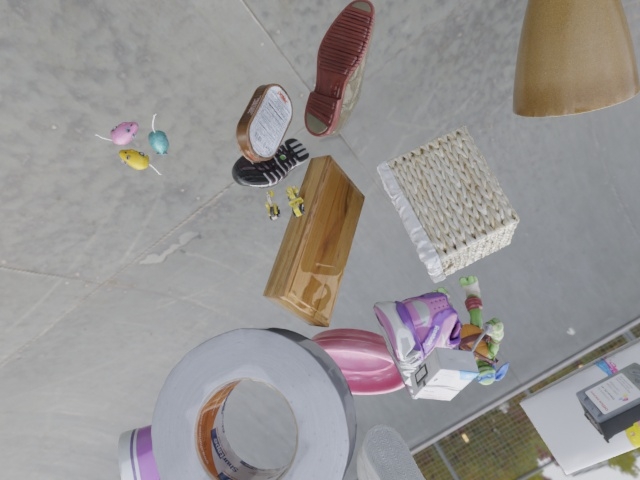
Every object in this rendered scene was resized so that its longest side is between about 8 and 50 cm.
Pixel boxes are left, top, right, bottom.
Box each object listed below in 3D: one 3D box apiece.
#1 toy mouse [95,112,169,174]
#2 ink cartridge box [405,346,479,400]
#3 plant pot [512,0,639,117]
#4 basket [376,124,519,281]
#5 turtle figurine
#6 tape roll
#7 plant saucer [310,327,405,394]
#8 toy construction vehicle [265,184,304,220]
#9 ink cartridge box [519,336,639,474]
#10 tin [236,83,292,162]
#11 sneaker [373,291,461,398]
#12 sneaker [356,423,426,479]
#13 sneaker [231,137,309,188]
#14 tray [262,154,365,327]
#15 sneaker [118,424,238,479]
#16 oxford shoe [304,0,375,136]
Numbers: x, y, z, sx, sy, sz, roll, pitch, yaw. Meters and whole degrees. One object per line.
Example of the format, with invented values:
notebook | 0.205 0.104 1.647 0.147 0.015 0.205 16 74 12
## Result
toy mouse | -0.377 -0.206 0.920 0.161 0.031 0.143 23 128 -39
ink cartridge box | 0.135 0.156 0.496 0.048 0.028 0.083 10 134 -13
plant pot | 0.510 -0.412 0.889 0.237 0.237 0.254 -24 116 -16
basket | 0.362 -0.087 1.257 0.266 0.331 0.328 -26 161 11
turtle figurine | 0.353 0.217 1.114 0.274 0.266 0.198 9 138 -14
tape roll | -0.072 0.208 0.489 0.219 0.219 0.072 -32 166 4
plant saucer | 0.087 0.338 1.225 0.332 0.084 0.332 6 143 4
toy construction vehicle | -0.083 -0.088 0.989 0.085 0.098 0.035 -20 138 13
ink cartridge box | 0.519 0.233 0.704 0.226 0.131 0.306 6 137 -45
tin | -0.118 -0.259 0.962 0.040 0.190 0.106 5 153 33
sneaker | 0.147 0.144 0.610 0.104 0.095 0.236 -25 143 -3
sneaker | 0.156 0.495 0.791 0.108 0.293 0.169 -16 147 -15
sneaker | -0.159 -0.182 1.234 0.281 0.106 0.162 -32 176 -45
tray | 0.000 0.000 1.169 0.076 0.411 0.203 -3 149 37
sneaker | -0.192 0.402 0.658 0.161 0.282 0.102 -9 -164 -14
oxford shoe | 0.062 -0.444 1.158 0.130 0.123 0.348 -15 134 -58
